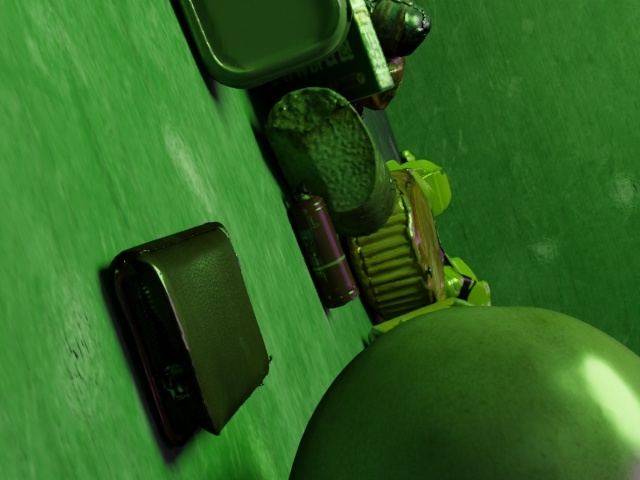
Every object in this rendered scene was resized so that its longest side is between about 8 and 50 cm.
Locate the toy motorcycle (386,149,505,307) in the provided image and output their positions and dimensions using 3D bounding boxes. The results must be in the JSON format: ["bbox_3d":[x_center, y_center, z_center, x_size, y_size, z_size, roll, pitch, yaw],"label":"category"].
[{"bbox_3d":[0.155,0.050,1.827,0.206,0.142,0.342,5,-59,57],"label":"toy motorcycle"}]

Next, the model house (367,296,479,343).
[{"bbox_3d":[0.152,0.244,1.456,0.300,0.340,0.324,-16,56,-43],"label":"model house"}]

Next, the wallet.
[{"bbox_3d":[-0.070,0.047,0.759,0.198,0.031,0.110,-38,109,-81],"label":"wallet"}]

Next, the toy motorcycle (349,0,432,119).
[{"bbox_3d":[-0.007,-0.295,1.398,0.134,0.207,0.401,-43,116,-46],"label":"toy motorcycle"}]

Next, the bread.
[{"bbox_3d":[0.089,0.007,1.620,0.199,0.104,0.199,-15,90,-80],"label":"bread"}]

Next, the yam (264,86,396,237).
[{"bbox_3d":[0.016,-0.074,1.332,0.259,0.106,0.106,43,29,-73],"label":"yam"}]

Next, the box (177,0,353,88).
[{"bbox_3d":[-0.077,-0.285,1.129,0.178,0.138,0.274,-106,176,-70],"label":"box"}]

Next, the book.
[{"bbox_3d":[-0.033,-0.257,1.290,0.202,0.027,0.264,-7,-74,58],"label":"book"}]

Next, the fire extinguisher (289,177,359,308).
[{"bbox_3d":[0.000,0.000,1.280,0.056,0.039,0.132,3,-63,64],"label":"fire extinguisher"}]

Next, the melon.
[{"bbox_3d":[0.104,0.200,0.744,0.268,0.268,0.330,52,34,-65],"label":"melon"}]
